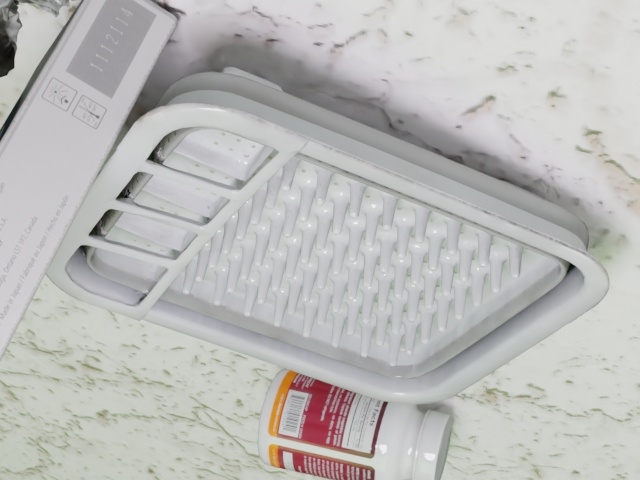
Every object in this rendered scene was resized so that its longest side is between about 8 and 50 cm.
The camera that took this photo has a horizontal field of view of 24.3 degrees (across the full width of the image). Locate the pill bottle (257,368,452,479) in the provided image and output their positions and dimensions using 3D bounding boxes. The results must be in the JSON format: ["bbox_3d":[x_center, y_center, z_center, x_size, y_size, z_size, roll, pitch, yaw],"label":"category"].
[{"bbox_3d":[0.030,0.163,1.254,0.152,0.086,0.086,11,145,14],"label":"pill bottle"}]

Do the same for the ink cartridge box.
[{"bbox_3d":[-0.216,0.005,0.971,0.066,0.296,0.261,31,145,-13],"label":"ink cartridge box"}]

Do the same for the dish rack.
[{"bbox_3d":[0.000,0.000,1.023,0.333,0.072,0.285,21,146,-18],"label":"dish rack"}]

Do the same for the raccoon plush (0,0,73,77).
[{"bbox_3d":[-0.152,-0.288,0.707,0.446,0.299,0.216,55,160,5],"label":"raccoon plush"}]
